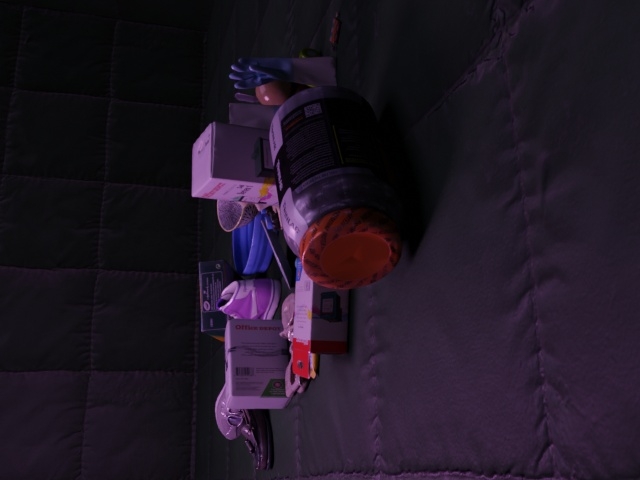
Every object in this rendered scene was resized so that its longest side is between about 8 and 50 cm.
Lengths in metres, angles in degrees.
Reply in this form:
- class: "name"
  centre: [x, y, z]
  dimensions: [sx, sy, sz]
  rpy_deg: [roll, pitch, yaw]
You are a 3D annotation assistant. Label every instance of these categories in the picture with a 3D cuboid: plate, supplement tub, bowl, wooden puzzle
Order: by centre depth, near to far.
- class: "supplement tub"
  centre: [0.025, -0.088, 1.154]
  dimensions: [0.316, 0.194, 0.193]
  rpy_deg: [-101, 21, -43]
- class: "wooden puzzle"
  centre: [0.032, -0.455, 1.557]
  dimensions: [0.049, 0.006, 0.083]
  rpy_deg: [-117, 34, -61]
- class: "plate"
  centre: [-0.103, 0.032, 1.779]
  dimensions: [0.188, 0.024, 0.188]
  rpy_deg: [156, 90, -86]
- class: "bowl"
  centre: [-0.206, -0.105, 1.913]
  dimensions: [0.170, 0.080, 0.170]
  rpy_deg: [-11, 77, 57]
- class: "bowl"
  centre: [-0.193, -0.086, 2.136]
  dimensions: [0.391, 0.077, 0.391]
  rpy_deg: [-176, 90, -74]

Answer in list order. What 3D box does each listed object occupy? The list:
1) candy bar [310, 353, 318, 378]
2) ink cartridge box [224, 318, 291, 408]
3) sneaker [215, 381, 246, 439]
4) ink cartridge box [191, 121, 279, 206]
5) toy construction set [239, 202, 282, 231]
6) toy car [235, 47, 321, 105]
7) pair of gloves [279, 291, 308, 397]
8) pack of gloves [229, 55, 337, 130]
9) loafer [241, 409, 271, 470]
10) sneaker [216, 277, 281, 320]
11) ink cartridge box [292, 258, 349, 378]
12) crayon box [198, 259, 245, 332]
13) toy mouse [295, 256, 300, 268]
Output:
- class: "candy bar"
  centre: [-0.012, 0.212, 1.531]
  dimensions: [0.040, 0.018, 0.161]
  rpy_deg: [-174, 88, -74]
- class: "ink cartridge box"
  centre: [-0.159, 0.307, 1.782]
  dimensions: [0.087, 0.153, 0.208]
  rpy_deg: [114, 156, -53]
- class: "sneaker"
  centre: [-0.255, 0.487, 2.160]
  dimensions: [0.115, 0.105, 0.281]
  rpy_deg: [-125, 42, -66]
- class: "ink cartridge box"
  centre: [-0.110, -0.145, 1.459]
  dimensions: [0.201, 0.278, 0.117]
  rpy_deg: [161, 113, -68]
- class: "toy construction set"
  centre: [-0.120, -0.146, 1.719]
  dimensions: [0.327, 0.151, 0.215]
  rpy_deg: [-88, -10, -64]
- class: "toy car"
  centre: [-0.100, -0.359, 1.667]
  dimensions: [0.149, 0.188, 0.155]
  rpy_deg: [-102, 22, -43]
- class: "pair of gloves"
  centre: [-0.061, 0.233, 1.655]
  dimensions: [0.204, 0.042, 0.240]
  rpy_deg: [132, 140, -66]
- class: "pack of gloves"
  centre: [-0.075, -0.311, 1.486]
  dimensions: [0.046, 0.232, 0.195]
  rpy_deg: [101, 165, -66]
- class: "loafer"
  centre: [-0.187, 0.506, 1.953]
  dimensions: [0.267, 0.084, 0.096]
  rpy_deg: [-103, 23, -46]
- class: "sneaker"
  centre: [-0.215, 0.200, 1.994]
  dimensions: [0.102, 0.161, 0.282]
  rpy_deg: [-104, 22, -43]
- class: "ink cartridge box"
  centre: [-0.001, 0.149, 1.394]
  dimensions: [0.134, 0.078, 0.231]
  rpy_deg: [163, 111, -74]
- class: "crayon box"
  centre: [-0.290, 0.193, 2.172]
  dimensions: [0.323, 0.083, 0.203]
  rpy_deg: [68, -163, -74]
- class: "toy mouse"
  centre: [-0.038, 0.020, 1.600]
  dimensions: [0.161, 0.031, 0.143]
  rpy_deg: [105, 165, -50]
